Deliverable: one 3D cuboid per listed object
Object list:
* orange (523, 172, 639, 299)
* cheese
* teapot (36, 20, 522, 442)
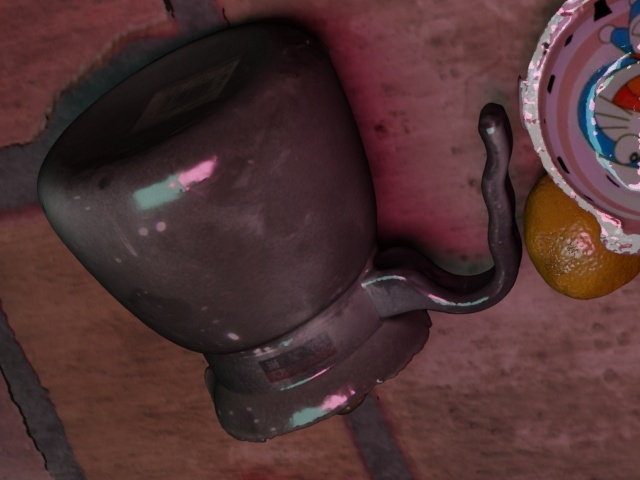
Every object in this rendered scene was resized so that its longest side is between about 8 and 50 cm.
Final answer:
[{"bbox_3d":[0.178,-0.007,1.283,0.085,0.085,0.095,-31,82,39],"label":"orange"},{"bbox_3d":[0.221,-0.124,1.188,0.188,0.074,0.286,6,110,8],"label":"cheese"},{"bbox_3d":[-0.009,-0.006,1.345,0.305,0.223,0.285,-30,114,-1],"label":"teapot"}]
